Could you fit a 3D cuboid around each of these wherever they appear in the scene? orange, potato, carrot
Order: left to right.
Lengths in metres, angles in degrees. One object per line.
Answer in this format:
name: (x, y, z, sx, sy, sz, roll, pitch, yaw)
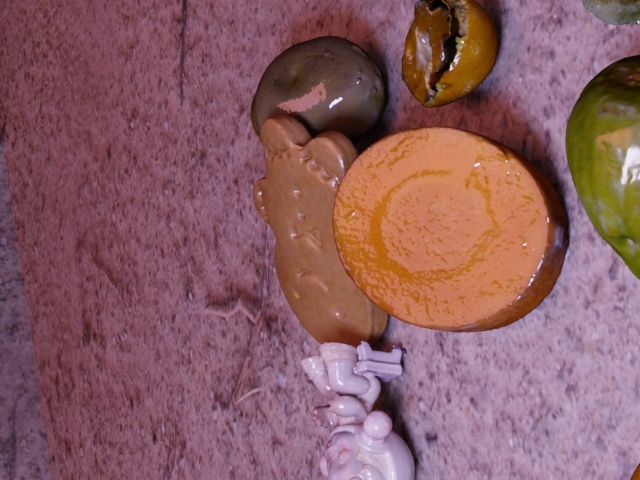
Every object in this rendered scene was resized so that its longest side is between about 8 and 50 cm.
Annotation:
potato: (-0.004, -0.198, 2.075, 0.235, 0.160, 0.177, -15, 99, 49)
orange: (0.165, -0.243, 1.816, 0.170, 0.112, 0.160, -95, 8, -64)
carrot: (0.161, -0.011, 1.762, 0.307, 0.100, 0.258, 2, 97, 36)

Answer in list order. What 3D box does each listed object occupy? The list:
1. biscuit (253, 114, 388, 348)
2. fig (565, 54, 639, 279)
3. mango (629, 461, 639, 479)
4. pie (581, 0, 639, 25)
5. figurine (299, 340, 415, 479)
biscuit: (-0.002, 0.001, 2.019, 0.275, 0.052, 0.354, 27, 132, 44)
fig: (0.320, -0.074, 1.481, 0.167, 0.167, 0.233, 40, 116, 55)
mango: (0.371, 0.313, 1.389, 0.175, 0.139, 0.254, -172, 77, -72)
pie: (0.333, -0.356, 1.409, 0.323, 0.071, 0.323, -42, 40, 47)
figurine: (0.056, 0.273, 1.964, 0.182, 0.145, 0.256, -22, 65, 37)
